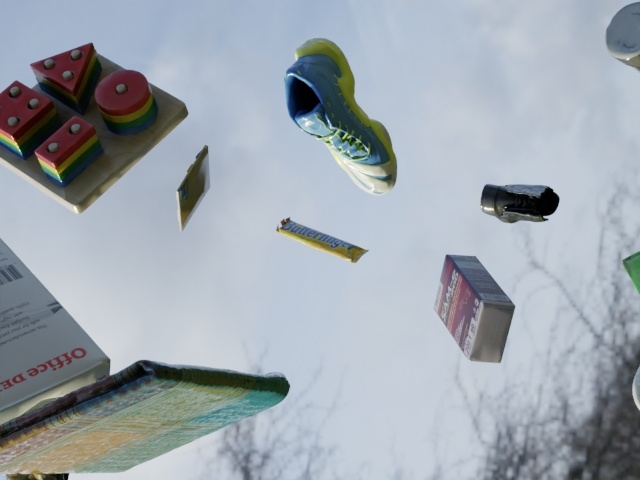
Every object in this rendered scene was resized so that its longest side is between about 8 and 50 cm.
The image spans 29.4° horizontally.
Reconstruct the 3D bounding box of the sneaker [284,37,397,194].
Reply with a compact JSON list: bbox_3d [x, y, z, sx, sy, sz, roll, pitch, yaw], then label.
[{"bbox_3d":[0.015,-0.150,1.658,0.240,0.091,0.126,60,-142,-13],"label":"sneaker"}]

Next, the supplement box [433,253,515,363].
[{"bbox_3d":[0.303,0.133,2.437,0.239,0.073,0.130,-118,36,-65],"label":"supplement box"}]

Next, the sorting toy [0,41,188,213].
[{"bbox_3d":[-0.394,-0.206,1.958,0.255,0.257,0.089,-46,-32,-23],"label":"sorting toy"}]

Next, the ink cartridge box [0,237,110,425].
[{"bbox_3d":[-0.409,0.134,1.464,0.198,0.273,0.115,-24,-38,-35],"label":"ink cartridge box"}]

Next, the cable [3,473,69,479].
[{"bbox_3d":[-0.374,0.335,1.638,0.287,0.072,0.139,98,-165,-56],"label":"cable"}]

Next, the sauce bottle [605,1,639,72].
[{"bbox_3d":[0.458,-0.180,1.435,0.344,0.111,0.111,24,-109,-42],"label":"sauce bottle"}]

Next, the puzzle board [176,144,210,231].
[{"bbox_3d":[-0.204,-0.083,1.944,0.096,0.011,0.128,-60,-11,-27],"label":"puzzle board"}]

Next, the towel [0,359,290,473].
[{"bbox_3d":[-0.210,0.198,1.358,0.040,0.271,0.370,69,-165,17],"label":"towel"}]

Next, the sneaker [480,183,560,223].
[{"bbox_3d":[0.257,-0.044,1.513,0.170,0.089,0.051,3,-87,-62],"label":"sneaker"}]

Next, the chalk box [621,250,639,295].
[{"bbox_3d":[0.519,0.088,1.622,0.213,0.132,0.132,63,-156,12],"label":"chalk box"}]

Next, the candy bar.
[{"bbox_3d":[0.000,0.000,1.973,0.040,0.161,0.018,-46,-32,-40],"label":"candy bar"}]

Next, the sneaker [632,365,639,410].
[{"bbox_3d":[0.556,0.205,1.992,0.075,0.057,0.161,85,-152,-76],"label":"sneaker"}]
